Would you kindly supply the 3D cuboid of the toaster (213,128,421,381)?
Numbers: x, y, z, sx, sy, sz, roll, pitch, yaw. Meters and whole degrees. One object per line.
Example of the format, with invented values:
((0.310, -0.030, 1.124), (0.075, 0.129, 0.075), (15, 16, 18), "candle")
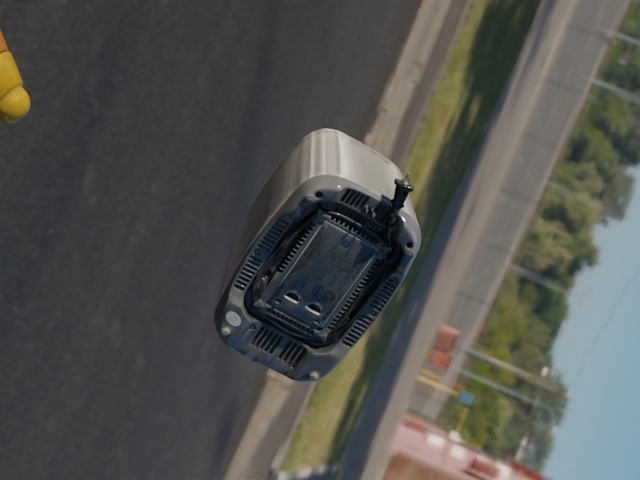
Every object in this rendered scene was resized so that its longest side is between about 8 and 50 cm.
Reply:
((0.000, 0.000, 1.060), (0.227, 0.129, 0.146), (-56, -164, 23), "toaster")

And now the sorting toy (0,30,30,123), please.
((-0.327, -0.040, 0.822), (0.365, 0.126, 0.127), (-45, -176, 12), "sorting toy")
